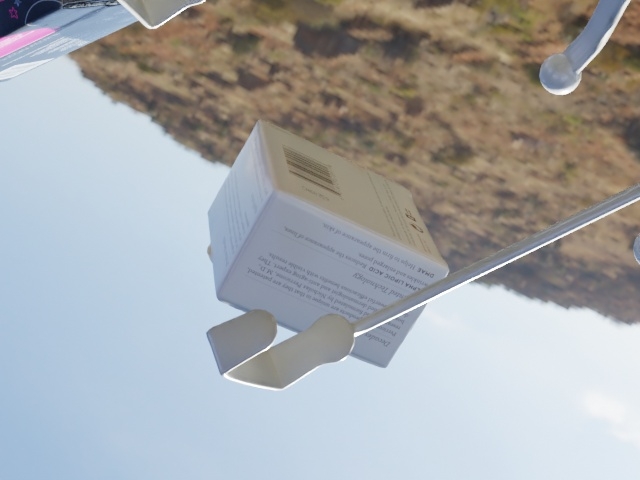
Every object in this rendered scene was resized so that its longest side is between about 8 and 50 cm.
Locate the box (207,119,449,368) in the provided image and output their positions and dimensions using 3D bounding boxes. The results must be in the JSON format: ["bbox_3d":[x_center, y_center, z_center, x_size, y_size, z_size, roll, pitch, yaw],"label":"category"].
[{"bbox_3d":[0.000,0.000,1.069,0.182,0.119,0.181,24,-160,-19],"label":"box"}]

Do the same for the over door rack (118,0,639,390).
[{"bbox_3d":[0.076,-0.088,0.552,0.108,0.324,0.240,69,180,-64],"label":"over door rack"}]

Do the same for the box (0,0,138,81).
[{"bbox_3d":[-0.242,-0.212,0.870,0.247,0.142,0.163,-14,-173,36],"label":"box"}]
